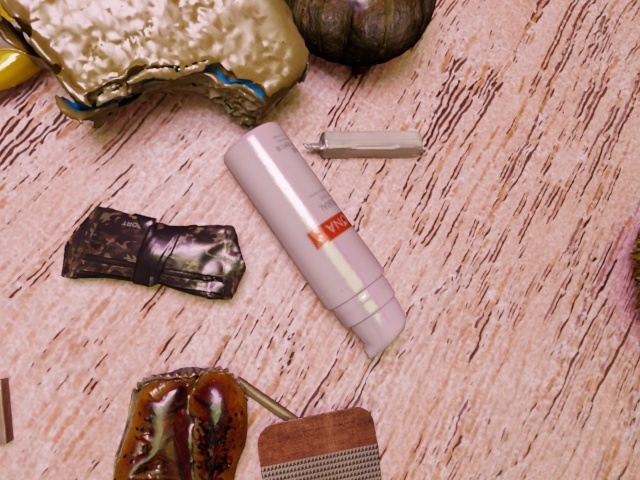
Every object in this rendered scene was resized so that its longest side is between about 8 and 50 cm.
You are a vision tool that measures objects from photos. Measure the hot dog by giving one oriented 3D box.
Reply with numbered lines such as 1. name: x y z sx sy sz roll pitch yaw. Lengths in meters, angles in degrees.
1. hot dog: -0.185 0.294 0.633 0.163 0.082 0.270 11 83 -11

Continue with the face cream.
1. face cream: 0.000 0.000 0.686 0.102 0.102 0.345 -36 89 -10

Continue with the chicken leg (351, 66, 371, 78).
1. chicken leg: 0.072 -0.292 0.769 0.036 0.021 0.083 16 80 15

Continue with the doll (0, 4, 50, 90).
1. doll: -0.469 -0.307 0.650 0.252 0.111 0.237 26 82 -13

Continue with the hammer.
1. hammer: -0.045 0.248 0.694 0.182 0.017 0.062 36 80 -2

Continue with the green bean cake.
1. green bean cake: -0.204 -0.251 0.641 0.310 0.202 0.284 -34 107 -9

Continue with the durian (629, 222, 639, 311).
1. durian: 0.596 0.062 0.700 0.292 0.224 0.290 0 80 -3

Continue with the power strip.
1. power strip: 0.068 -0.145 0.739 0.191 0.047 0.030 -1 79 -9

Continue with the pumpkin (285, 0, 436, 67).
1. pumpkin: 0.049 -0.348 0.694 0.238 0.159 0.237 0 51 0

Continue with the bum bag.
1. bum bag: -0.224 0.016 0.669 0.248 0.069 0.102 8 98 -5

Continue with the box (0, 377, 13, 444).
1. box: -0.436 0.226 0.637 0.053 0.024 0.083 -7 83 -9

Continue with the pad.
1. pad: 0.088 0.354 0.665 0.324 0.055 0.249 -8 91 10
